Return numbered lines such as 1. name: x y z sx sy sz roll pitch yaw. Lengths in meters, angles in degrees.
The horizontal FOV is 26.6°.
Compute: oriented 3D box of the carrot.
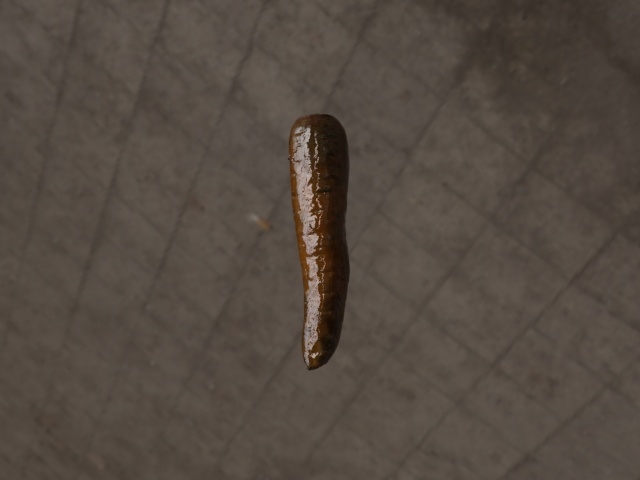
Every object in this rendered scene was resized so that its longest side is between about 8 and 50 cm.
1. carrot: 0.000 0.000 0.995 0.047 0.047 0.191 -11 78 49
